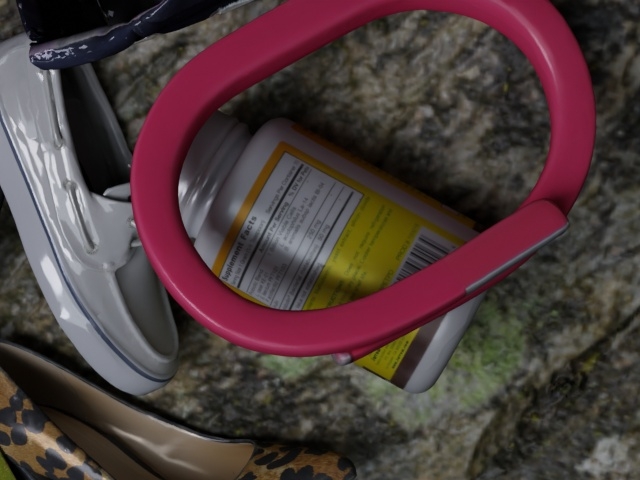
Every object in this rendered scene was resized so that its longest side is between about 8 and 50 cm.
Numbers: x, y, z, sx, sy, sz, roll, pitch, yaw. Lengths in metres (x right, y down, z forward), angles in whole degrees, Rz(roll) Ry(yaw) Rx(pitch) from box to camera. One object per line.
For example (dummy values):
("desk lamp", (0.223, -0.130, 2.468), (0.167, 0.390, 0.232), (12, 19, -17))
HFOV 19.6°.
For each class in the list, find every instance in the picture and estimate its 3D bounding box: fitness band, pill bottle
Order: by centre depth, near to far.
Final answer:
("fitness band", (0.029, -0.051, 1.108), (0.291, 0.054, 0.209), (-29, 79, -9))
("pill bottle", (0.000, 0.000, 1.180), (0.215, 0.117, 0.117), (29, 115, 3))

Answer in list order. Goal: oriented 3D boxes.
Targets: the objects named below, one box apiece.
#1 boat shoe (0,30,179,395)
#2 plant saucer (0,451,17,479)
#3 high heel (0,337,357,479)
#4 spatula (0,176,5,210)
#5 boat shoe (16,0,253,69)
("boat shoe", (-0.146, -0.019, 1.227), (0.084, 0.095, 0.258), (-20, 105, 26))
("plant saucer", (-0.317, 0.141, 1.328), (0.188, 0.045, 0.188), (-15, 108, 42))
("high heel", (-0.117, 0.129, 1.276), (0.261, 0.093, 0.186), (-16, 109, 28))
("spatula", (-0.267, 0.060, 1.310), (0.084, 0.030, 0.296), (29, 130, 4))
("boat shoe", (-0.035, -0.193, 1.092), (0.340, 0.158, 0.127), (-25, 102, 23))
